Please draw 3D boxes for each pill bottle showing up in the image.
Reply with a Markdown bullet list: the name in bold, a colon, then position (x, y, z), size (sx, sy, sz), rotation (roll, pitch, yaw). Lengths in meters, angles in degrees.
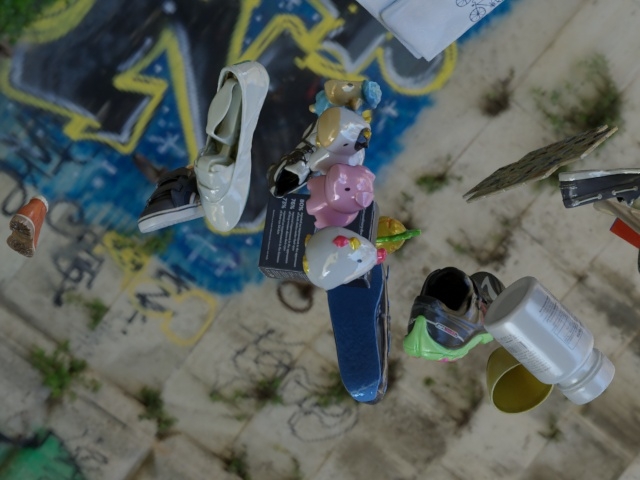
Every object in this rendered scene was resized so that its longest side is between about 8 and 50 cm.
- **pill bottle**: position (0.418, 0.185, 1.757), size (0.131, 0.229, 0.131), rotation (-46, -171, 9)

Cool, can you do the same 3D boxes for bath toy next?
- **bath toy**: position (0.041, -0.090, 1.552), size (0.129, 0.151, 0.348), rotation (-6, -117, 15)

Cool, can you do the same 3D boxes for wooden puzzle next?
- **wooden puzzle**: position (0.802, 0.034, 2.133), size (0.348, 0.322, 0.080), rotation (47, -62, 53)

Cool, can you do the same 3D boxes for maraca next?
- **maraca**: position (0.173, -0.013, 2.490), size (0.185, 0.099, 0.127), rotation (-1, -164, 46)

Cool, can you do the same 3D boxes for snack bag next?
- **snack bag**: position (0.218, -0.477, 1.651), size (0.323, 0.342, 0.037), rotation (-36, -124, 19)

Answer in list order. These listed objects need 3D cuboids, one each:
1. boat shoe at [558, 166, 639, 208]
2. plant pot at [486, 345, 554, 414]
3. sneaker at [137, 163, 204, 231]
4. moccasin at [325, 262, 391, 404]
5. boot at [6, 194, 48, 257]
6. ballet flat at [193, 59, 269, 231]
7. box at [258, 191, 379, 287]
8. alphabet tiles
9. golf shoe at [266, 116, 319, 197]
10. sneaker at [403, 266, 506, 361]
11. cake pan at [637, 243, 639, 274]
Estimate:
- **boat shoe**: position (0.499, -0.088, 1.605), size (0.075, 0.206, 0.065), rotation (-83, 170, -84)
- **plant pot**: position (0.380, 0.263, 1.915), size (0.134, 0.134, 0.095), rotation (-49, -148, 14)
- **sneaker**: position (-0.340, -0.102, 2.260), size (0.126, 0.127, 0.321), rotation (-18, -177, 21)
- **moccasin**: position (0.077, 0.170, 1.970), size (0.137, 0.117, 0.342), rotation (-4, -116, 17)
- **boot**: position (-0.562, -0.026, 1.879), size (0.158, 0.059, 0.085), rotation (-52, -169, 55)
- **ballet flat**: position (-0.221, -0.214, 2.185), size (0.139, 0.139, 0.400), rotation (-106, -151, -75)
- **box**: position (0.000, 0.000, 1.820), size (0.108, 0.207, 0.153), rotation (61, 37, -76)
- **alphabet tiles**: position (0.489, -0.172, 2.182), size (0.285, 0.011, 0.342), rotation (-35, -170, -39)
- **golf shoe**: position (-0.016, -0.146, 1.724), size (0.198, 0.077, 0.094), rotation (-45, -161, 21)
- **sneaker**: position (0.370, 0.157, 2.480), size (0.483, 0.185, 0.202), rotation (-27, 121, -59)
- **cake pan**: position (0.609, -0.070, 1.610), size (0.293, 0.054, 0.293), rotation (20, 90, -82)
